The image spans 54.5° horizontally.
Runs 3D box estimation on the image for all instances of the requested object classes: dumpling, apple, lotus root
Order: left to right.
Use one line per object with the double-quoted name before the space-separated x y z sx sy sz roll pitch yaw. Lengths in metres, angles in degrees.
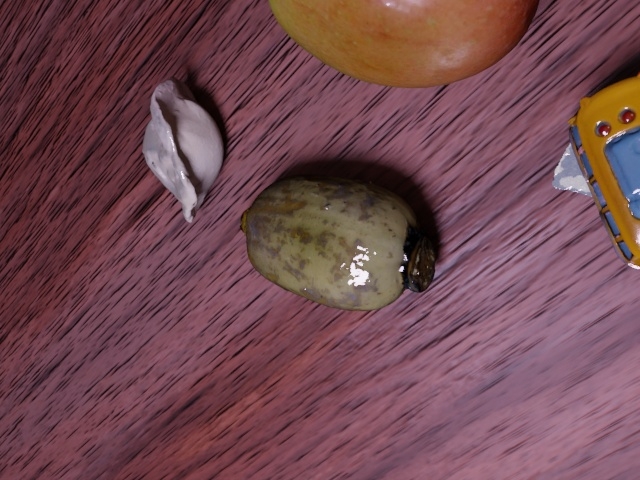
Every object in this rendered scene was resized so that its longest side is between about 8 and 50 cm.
"dumpling" -0.213 -0.144 0.950 0.124 0.151 0.228 -10 89 1
"lotus root" 0.000 0.000 0.848 0.309 0.173 0.173 12 100 33
"apple" 0.086 -0.338 0.659 0.305 0.338 0.338 10 99 13

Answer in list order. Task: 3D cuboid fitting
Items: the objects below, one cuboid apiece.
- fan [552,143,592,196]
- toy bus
"fan" 0.390 -0.097 0.708 0.240 0.009 0.131 -3 93 28
"toy bus" 0.344 -0.074 0.652 0.126 0.136 0.209 -23 80 27
